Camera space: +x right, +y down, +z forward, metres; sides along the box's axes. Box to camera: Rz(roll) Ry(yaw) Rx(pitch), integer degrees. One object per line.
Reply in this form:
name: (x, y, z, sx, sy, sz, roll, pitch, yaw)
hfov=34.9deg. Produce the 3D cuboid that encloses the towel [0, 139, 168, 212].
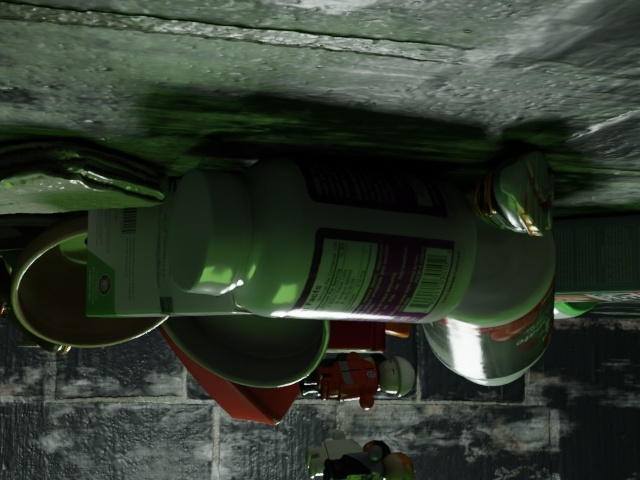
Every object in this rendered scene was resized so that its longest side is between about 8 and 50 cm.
towel: (-0.324, -0.061, 1.111, 0.282, 0.049, 0.187, -3, 171, 26)

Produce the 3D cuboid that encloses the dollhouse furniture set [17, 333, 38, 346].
dollhouse furniture set: (-0.488, 0.110, 1.922, 0.129, 0.183, 0.129, 1, 173, -2)

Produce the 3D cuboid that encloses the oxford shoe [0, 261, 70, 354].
oxford shoe: (-0.482, 0.085, 1.526, 0.271, 0.097, 0.098, 38, -147, 20)

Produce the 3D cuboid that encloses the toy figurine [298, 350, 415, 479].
toy figurine: (0.060, 0.271, 1.536, 0.148, 0.209, 0.213, -4, 174, -13)

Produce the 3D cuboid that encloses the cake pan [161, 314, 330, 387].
cake pan: (-0.114, 0.083, 1.480, 0.293, 0.293, 0.054, -3, -152, 27)

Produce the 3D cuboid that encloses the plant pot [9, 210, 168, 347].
plant pot: (-0.312, 0.033, 1.419, 0.237, 0.109, 0.237, -11, 137, -10)

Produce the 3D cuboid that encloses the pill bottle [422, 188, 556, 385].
pill bottle: (0.216, 0.080, 1.328, 0.176, 0.176, 0.318, -1, 154, 12)

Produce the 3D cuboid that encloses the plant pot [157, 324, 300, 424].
plant pot: (-0.135, 0.150, 1.849, 0.236, 0.267, 0.267, 40, 161, -14)

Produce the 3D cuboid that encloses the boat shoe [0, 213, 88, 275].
boat shoe: (-0.445, 0.009, 1.484, 0.285, 0.092, 0.103, 3, 173, -16)

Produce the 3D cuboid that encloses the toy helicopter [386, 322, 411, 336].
toy helicopter: (0.021, 0.084, 2.060, 0.355, 0.140, 0.235, 21, 171, -39)

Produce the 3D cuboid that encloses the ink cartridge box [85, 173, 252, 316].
ink cartridge box: (-0.168, 0.012, 1.219, 0.219, 0.160, 0.092, -3, 173, 28)

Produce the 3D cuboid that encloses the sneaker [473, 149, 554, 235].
sneaker: (0.198, -0.044, 1.069, 0.083, 0.084, 0.215, 4, 175, 17)

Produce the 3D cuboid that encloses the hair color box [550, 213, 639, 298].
hair color box: (0.366, 0.033, 1.527, 0.374, 0.113, 0.185, -3, 172, 31)

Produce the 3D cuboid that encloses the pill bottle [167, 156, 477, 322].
pill bottle: (0.000, 0.000, 1.079, 0.302, 0.169, 0.169, 5, 171, -27)

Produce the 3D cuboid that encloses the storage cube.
storage cube: (0.002, 0.084, 1.646, 0.215, 0.193, 0.183, -2, 172, 10)

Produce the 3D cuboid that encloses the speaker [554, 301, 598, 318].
speaker: (0.372, 0.082, 1.848, 0.131, 0.131, 0.296, 4, 172, -26)
